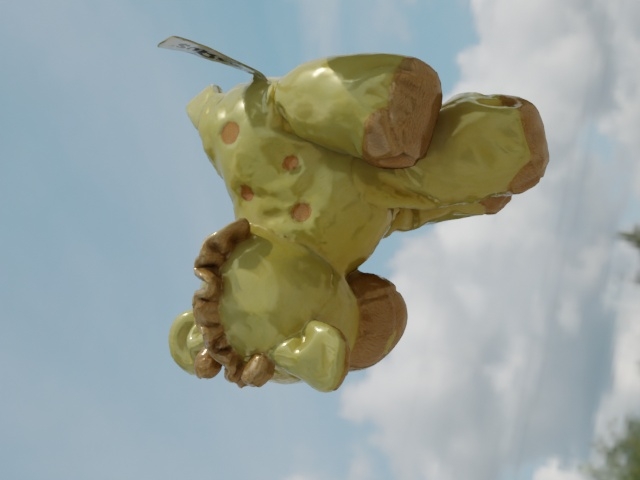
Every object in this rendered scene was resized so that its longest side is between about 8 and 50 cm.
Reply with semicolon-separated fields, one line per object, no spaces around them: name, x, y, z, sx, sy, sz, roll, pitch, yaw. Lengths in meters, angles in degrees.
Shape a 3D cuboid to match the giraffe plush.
giraffe plush;0.000;0.000;0.849;0.181;0.210;0.170;149;132;-75
